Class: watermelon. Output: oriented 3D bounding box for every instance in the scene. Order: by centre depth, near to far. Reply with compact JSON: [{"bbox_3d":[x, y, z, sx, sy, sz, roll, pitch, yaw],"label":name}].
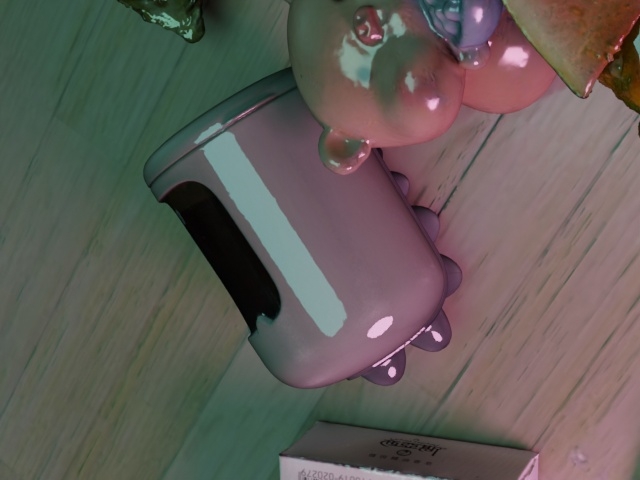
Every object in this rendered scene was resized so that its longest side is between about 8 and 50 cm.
[{"bbox_3d":[0.230,-0.281,0.952,0.159,0.128,0.303,36,126,15],"label":"watermelon"}]

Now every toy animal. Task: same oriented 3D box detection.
[{"bbox_3d":[0.096,-0.192,1.118,0.229,0.221,0.210,-26,80,33],"label":"toy animal"}]

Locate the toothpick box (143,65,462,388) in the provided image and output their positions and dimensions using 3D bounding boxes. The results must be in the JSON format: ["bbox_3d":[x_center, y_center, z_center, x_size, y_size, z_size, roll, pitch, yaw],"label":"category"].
[{"bbox_3d":[0.000,0.000,1.223,0.229,0.229,0.316,-33,90,27],"label":"toothpick box"}]

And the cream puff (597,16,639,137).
[{"bbox_3d":[0.353,-0.172,1.020,0.244,0.196,0.244,6,106,21],"label":"cream puff"}]

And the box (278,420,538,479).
[{"bbox_3d":[0.092,0.311,1.302,0.260,0.111,0.195,5,105,21],"label":"box"}]

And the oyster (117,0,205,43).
[{"bbox_3d":[-0.153,-0.389,1.253,0.221,0.096,0.361,-24,92,22],"label":"oyster"}]
